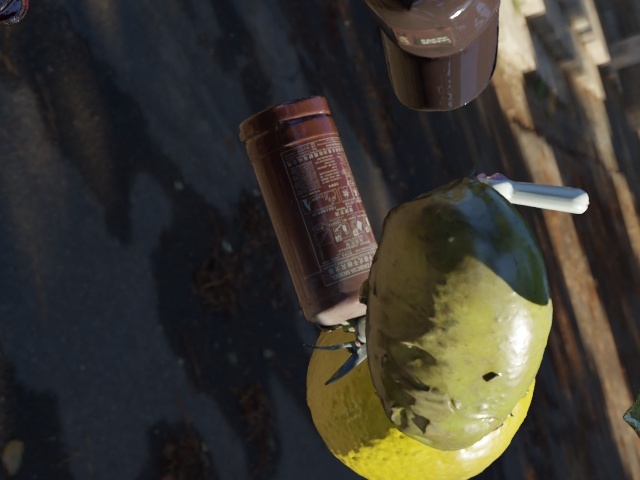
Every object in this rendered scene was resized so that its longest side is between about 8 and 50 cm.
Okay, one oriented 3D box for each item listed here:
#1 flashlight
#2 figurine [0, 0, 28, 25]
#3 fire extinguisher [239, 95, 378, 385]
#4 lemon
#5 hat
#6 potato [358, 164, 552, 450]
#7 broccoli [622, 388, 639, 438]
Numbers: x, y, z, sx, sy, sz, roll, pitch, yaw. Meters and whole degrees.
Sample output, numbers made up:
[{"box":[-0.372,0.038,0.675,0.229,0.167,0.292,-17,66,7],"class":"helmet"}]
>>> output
[{"box":[0.352,-0.082,1.898,0.093,0.200,0.048,-18,116,-85],"class":"flashlight"},{"box":[-0.366,-0.275,1.140,0.154,0.098,0.082,46,68,-29],"class":"figurine"},{"box":[0.000,0.000,1.106,0.269,0.104,0.105,71,18,4],"class":"fire extinguisher"},{"box":[0.119,0.169,1.341,0.253,0.310,0.254,13,68,-33],"class":"lemon"},{"box":[0.146,-0.364,1.671,0.209,0.238,0.336,-4,91,-66],"class":"hat"},{"box":[0.104,0.056,0.868,0.113,0.149,0.251,-33,136,-46],"class":"potato"},{"box":[0.382,0.082,0.848,0.254,0.302,0.186,42,9,-19],"class":"broccoli"}]
